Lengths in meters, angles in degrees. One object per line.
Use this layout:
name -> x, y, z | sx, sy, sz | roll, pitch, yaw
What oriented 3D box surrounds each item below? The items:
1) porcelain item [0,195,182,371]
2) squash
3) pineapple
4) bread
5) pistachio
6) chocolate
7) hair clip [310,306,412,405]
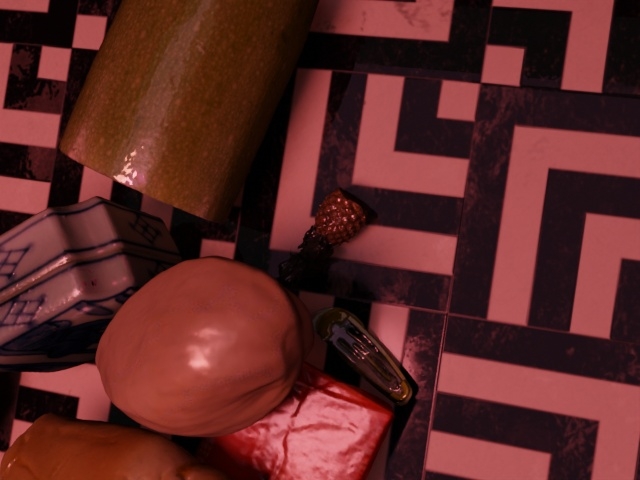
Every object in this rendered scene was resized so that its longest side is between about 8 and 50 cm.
porcelain item -> -0.353, 0.076, 1.277 | 0.286, 0.281, 0.157 | -27, 76, 11
squash -> -0.174, -0.244, 1.261 | 0.263, 0.263, 0.384 | 26, 93, 16
pineapple -> 0.000, 0.000, 1.297 | 0.074, 0.074, 0.159 | 42, 102, 14
bread -> -0.244, 0.400, 1.191 | 0.341, 0.210, 0.300 | 4, 130, 30
pistachio -> -0.159, 0.144, 1.158 | 0.332, 0.208, 0.226 | -27, 94, 34
chocolate -> -0.037, 0.286, 1.267 | 0.235, 0.108, 0.237 | 25, 95, 15
hair clip -> 0.062, 0.161, 1.284 | 0.188, 0.033, 0.060 | 45, 96, 16
